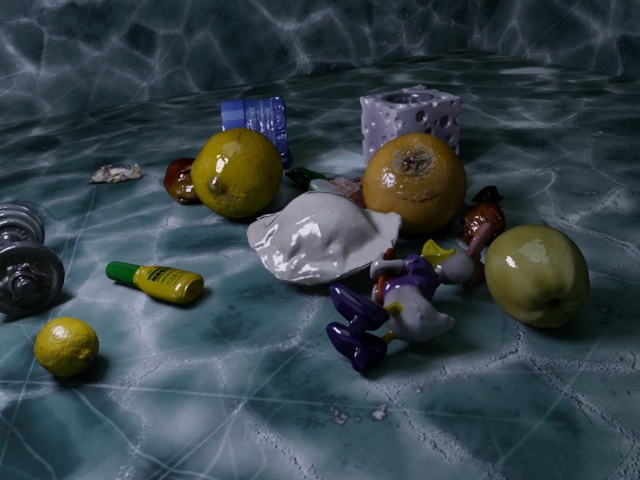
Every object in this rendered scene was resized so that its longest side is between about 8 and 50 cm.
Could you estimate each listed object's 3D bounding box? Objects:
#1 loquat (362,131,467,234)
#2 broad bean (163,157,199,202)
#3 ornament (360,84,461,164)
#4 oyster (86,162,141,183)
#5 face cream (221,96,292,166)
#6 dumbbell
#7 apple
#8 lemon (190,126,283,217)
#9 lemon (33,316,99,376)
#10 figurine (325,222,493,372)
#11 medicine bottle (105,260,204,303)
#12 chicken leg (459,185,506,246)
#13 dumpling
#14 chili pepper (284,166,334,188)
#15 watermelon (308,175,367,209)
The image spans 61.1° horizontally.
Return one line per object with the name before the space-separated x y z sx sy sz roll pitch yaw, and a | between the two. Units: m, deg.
loquat | 0.237 -0.140 1.379 0.263 0.263 0.263 -4 28 2
broad bean | -0.426 -0.196 1.746 0.156 0.122 0.228 -13 25 -19
ornament | 0.293 -0.359 1.790 0.239 0.240 0.240 -15 29 -18
oyster | -0.753 -0.229 1.963 0.199 0.061 0.106 5 47 24
face cream | -0.221 -0.372 1.899 0.225 0.249 0.249 -7 28 -5
dumbbell | -0.737 0.037 1.305 0.179 0.179 0.406 -21 31 -27
apple | 0.410 0.065 1.029 0.200 0.200 0.200 -4 28 2
lemon | -0.242 -0.192 1.560 0.257 0.258 0.310 1 24 13
lemon | -0.476 0.200 1.020 0.133 0.109 0.109 22 37 27
figurine | 0.193 0.093 1.051 0.193 0.154 0.421 20 39 32
medicine bottle | -0.393 0.091 1.258 0.260 0.064 0.095 9 31 27
chicken leg | 0.423 -0.079 1.412 0.113 0.093 0.304 -8 21 21
dumpling | -0.004 -0.001 1.250 0.341 0.181 0.260 18 39 -1
chili pepper | -0.026 -0.192 1.727 0.098 0.061 0.224 -9 21 -37
watermelon | 0.093 -0.129 1.576 0.241 0.094 0.154 -21 39 -31
